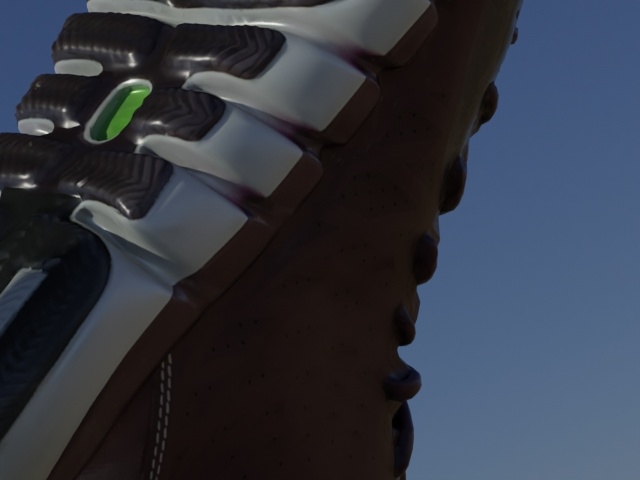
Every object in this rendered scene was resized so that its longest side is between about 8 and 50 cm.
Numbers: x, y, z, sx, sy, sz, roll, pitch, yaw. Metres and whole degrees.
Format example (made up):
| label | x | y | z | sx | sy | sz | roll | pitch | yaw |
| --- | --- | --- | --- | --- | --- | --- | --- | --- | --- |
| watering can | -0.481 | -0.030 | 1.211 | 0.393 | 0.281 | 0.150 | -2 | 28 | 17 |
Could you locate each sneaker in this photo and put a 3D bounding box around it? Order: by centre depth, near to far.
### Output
| label | x | y | z | sx | sy | sz | roll | pitch | yaw |
| --- | --- | --- | --- | --- | --- | --- | --- | --- | --- |
| sneaker | 0.000 | 0.000 | 0.525 | 0.106 | 0.162 | 0.281 | 15 | 58 | 46 |
